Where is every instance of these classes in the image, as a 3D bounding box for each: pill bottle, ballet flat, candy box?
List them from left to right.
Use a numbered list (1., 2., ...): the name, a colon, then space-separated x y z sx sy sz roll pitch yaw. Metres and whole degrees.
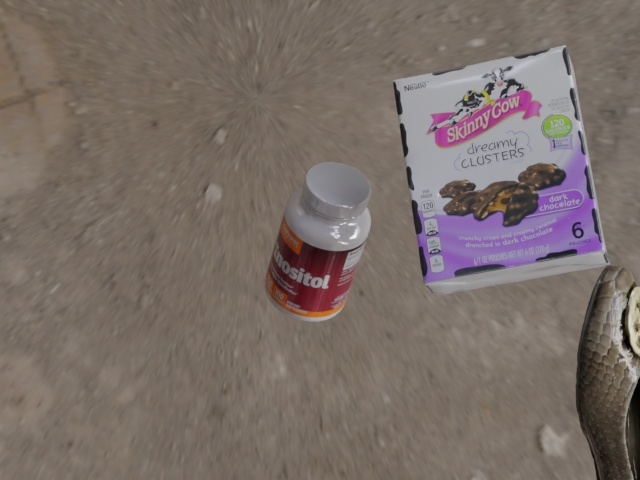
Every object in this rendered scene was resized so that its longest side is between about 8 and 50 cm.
1. pill bottle: 0.000 0.000 1.773 0.086 0.086 0.152 14 131 -3
2. candy box: 0.163 -0.063 1.653 0.165 0.070 0.196 -11 75 11
3. ballet flat: 0.201 0.134 1.154 0.058 0.084 0.250 7 113 31
